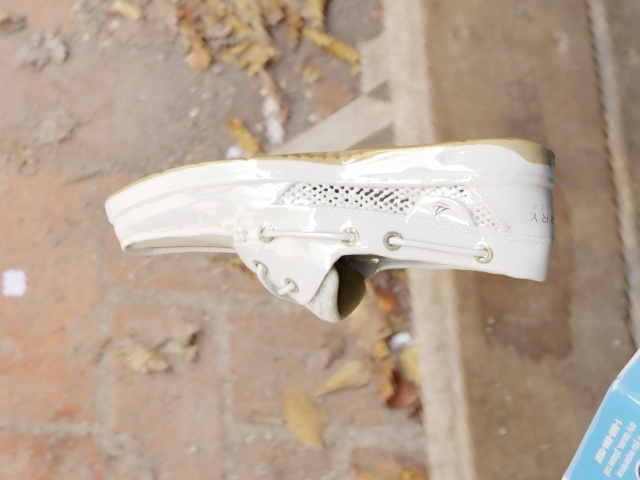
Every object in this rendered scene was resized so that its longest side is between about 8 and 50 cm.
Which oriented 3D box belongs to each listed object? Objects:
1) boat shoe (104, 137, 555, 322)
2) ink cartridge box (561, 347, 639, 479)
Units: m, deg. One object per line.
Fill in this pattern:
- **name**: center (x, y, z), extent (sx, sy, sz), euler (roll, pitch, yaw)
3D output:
- **boat shoe**: center (0.000, 0.000, 0.938), extent (0.098, 0.277, 0.096), euler (9, 77, -67)
- **ink cartridge box**: center (0.187, 0.114, 0.582), extent (0.191, 0.139, 0.082), euler (36, 59, 18)
